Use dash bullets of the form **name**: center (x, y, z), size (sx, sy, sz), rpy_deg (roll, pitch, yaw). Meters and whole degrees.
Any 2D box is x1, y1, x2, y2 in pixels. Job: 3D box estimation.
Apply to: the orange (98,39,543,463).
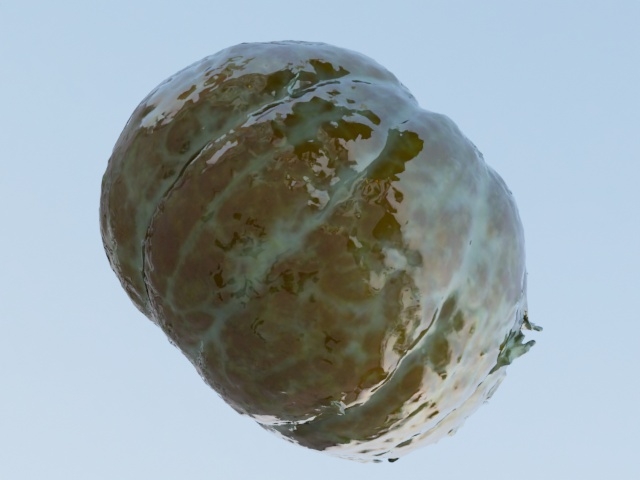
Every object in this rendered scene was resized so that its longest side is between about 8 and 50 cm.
- **orange**: center (0.000, 0.000, 1.148), size (0.329, 0.249, 0.329), rpy_deg (48, 2, -2)
